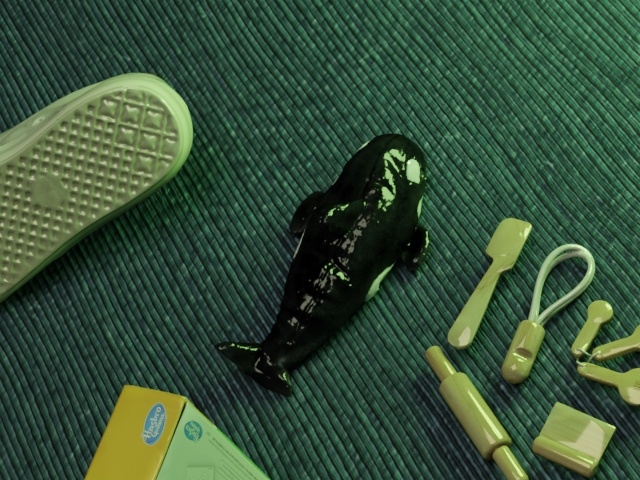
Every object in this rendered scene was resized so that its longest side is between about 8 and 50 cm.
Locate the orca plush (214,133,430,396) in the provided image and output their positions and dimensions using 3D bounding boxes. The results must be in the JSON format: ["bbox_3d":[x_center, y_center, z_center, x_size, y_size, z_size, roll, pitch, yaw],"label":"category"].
[{"bbox_3d":[0.000,0.000,1.516,0.287,0.102,0.151,-45,55,-8],"label":"orca plush"}]

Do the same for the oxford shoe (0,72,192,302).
[{"bbox_3d":[-0.323,-0.044,1.669,0.449,0.169,0.130,-27,13,14],"label":"oxford shoe"}]

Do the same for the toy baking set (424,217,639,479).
[{"bbox_3d":[0.197,0.102,1.425,0.197,0.030,0.256,-35,54,-5],"label":"toy baking set"}]

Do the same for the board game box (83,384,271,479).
[{"bbox_3d":[-0.144,0.313,1.304,0.064,0.242,0.316,9,64,28],"label":"board game box"}]
